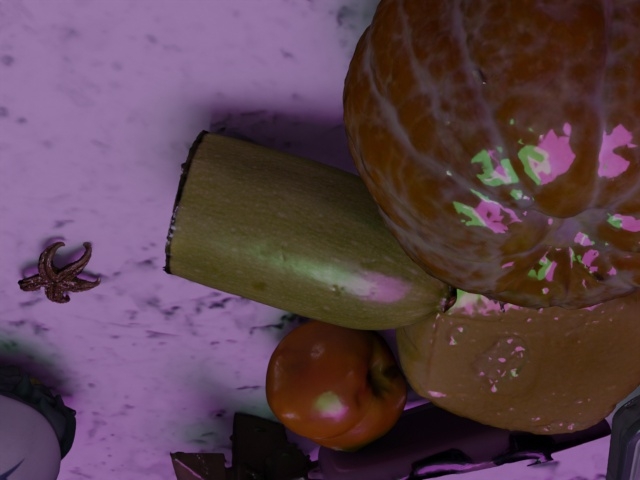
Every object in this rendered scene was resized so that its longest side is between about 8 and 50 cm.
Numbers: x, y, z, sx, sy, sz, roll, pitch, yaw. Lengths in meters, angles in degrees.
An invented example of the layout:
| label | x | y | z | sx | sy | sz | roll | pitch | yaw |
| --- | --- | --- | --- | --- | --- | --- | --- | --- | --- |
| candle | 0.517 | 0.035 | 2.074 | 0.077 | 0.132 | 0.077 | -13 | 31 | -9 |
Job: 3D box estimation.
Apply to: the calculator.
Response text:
| label | x | y | z | sx | sy | sz | roll | pitch | yaw |
| --- | --- | --- | --- | --- | --- | --- | --- | --- | --- |
| calculator | 0.129 | 0.195 | 1.566 | 0.294 | 0.194 | 0.043 | -13 | 100 | -4 |

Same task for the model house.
| label | x | y | z | sx | sy | sz | roll | pitch | yaw |
| --- | --- | --- | --- | --- | --- | --- | --- | --- | --- |
| model house | -0.086 | 0.253 | 1.623 | 0.181 | 0.176 | 0.248 | -18 | 142 | 20 |

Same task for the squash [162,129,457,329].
| label | x | y | z | sx | sy | sz | roll | pitch | yaw |
| --- | --- | --- | --- | --- | --- | --- | --- | --- | --- |
| squash | 0.000 | 0.000 | 1.313 | 0.247 | 0.132 | 0.132 | 17 | 140 | 5 |

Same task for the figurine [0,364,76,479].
| label | x | y | z | sx | sy | sz | roll | pitch | yaw |
| --- | --- | --- | --- | --- | --- | --- | --- | --- | --- |
| figurine | -0.422 | 0.192 | 1.546 | 0.382 | 0.186 | 0.261 | 14 | 144 | -24 |

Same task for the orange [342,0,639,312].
| label | x | y | z | sx | sy | sz | roll | pitch | yaw |
| --- | --- | --- | --- | --- | --- | --- | --- | --- | --- |
| orange | 0.182 | -0.091 | 1.168 | 0.329 | 0.249 | 0.329 | -1 | 144 | 0 |

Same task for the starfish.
| label | x | y | z | sx | sy | sz | roll | pitch | yaw |
| --- | --- | --- | --- | --- | --- | --- | --- | --- | --- |
| starfish | -0.248 | 0.035 | 1.477 | 0.078 | 0.028 | 0.091 | -2 | 145 | -3 |

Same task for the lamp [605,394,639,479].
| label | x | y | z | sx | sy | sz | roll | pitch | yaw |
| --- | --- | --- | --- | --- | --- | --- | --- | --- | --- |
| lamp | 0.407 | 0.174 | 1.550 | 0.269 | 0.047 | 0.266 | -26 | 151 | -8 |

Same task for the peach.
| label | x | y | z | sx | sy | sz | roll | pitch | yaw |
| --- | --- | --- | --- | --- | --- | --- | --- | --- | --- |
| peach | 0.013 | 0.140 | 1.533 | 0.138 | 0.138 | 0.138 | -1 | 140 | -1 |

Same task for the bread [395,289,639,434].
| label | x | y | z | sx | sy | sz | roll | pitch | yaw |
| --- | --- | --- | --- | --- | --- | --- | --- | --- | --- |
| bread | 0.193 | 0.057 | 1.424 | 0.270 | 0.148 | 0.270 | -1 | 136 | -1 |
